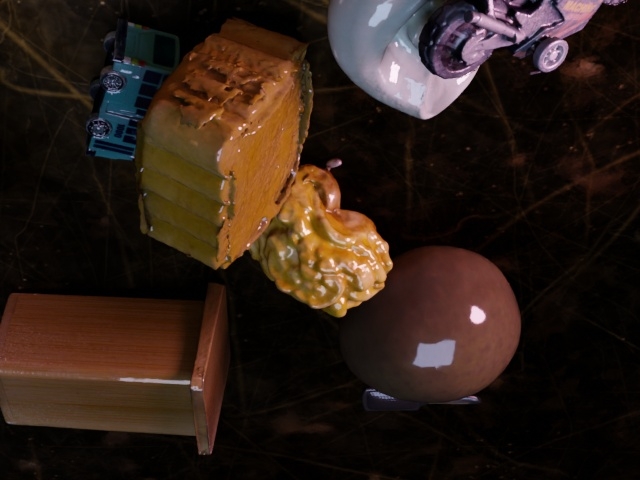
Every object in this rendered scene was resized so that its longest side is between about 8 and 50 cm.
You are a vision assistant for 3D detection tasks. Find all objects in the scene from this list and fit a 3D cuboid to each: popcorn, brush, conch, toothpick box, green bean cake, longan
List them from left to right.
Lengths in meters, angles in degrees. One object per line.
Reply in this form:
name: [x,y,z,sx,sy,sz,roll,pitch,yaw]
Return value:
toothpick box: [-0.296,0.176,1.717,0.308,0.190,0.187,3,140,3]
green bean cake: [-0.108,-0.110,1.344,0.131,0.224,0.229,23,139,14]
popcorn: [-0.013,0.008,1.532,0.163,0.140,0.194,-30,99,38]
conch: [0.099,-0.236,1.285,0.185,0.121,0.221,-23,139,3]
brush: [0.163,0.257,1.933,0.193,0.016,0.063,-2,140,2]
longan: [0.147,0.119,1.624,0.248,0.248,0.248,-1,139,-1]

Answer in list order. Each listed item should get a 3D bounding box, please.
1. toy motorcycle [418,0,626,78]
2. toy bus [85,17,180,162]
toy motorcycle: [0.228,-0.272,1.211,0.307,0.108,0.173,-26,143,-20]
toy bus: [-0.219,-0.167,1.390,0.092,0.079,0.160,13,136,-16]
